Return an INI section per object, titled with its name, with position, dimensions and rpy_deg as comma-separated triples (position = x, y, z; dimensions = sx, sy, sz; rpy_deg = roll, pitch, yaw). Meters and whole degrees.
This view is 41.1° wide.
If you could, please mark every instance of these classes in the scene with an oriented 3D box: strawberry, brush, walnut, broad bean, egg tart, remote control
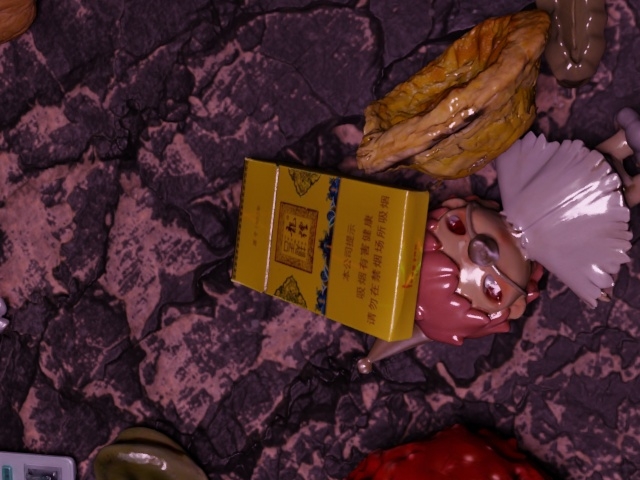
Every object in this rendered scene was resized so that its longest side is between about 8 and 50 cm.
[strawberry]
position = 0.106, 0.357, 0.850
dimensions = 0.317, 0.345, 0.296
rpy_deg = -22, 87, 19
[brush]
position = 0.257, -0.309, 0.877
dimensions = 0.071, 0.084, 0.301
rpy_deg = 0, 91, 14
[walnut]
position = -0.419, -0.302, 1.086
dimensions = 0.124, 0.105, 0.105
rpy_deg = -6, 94, 4
[broad bean]
position = -0.211, 0.341, 1.108
dimensions = 0.153, 0.072, 0.207
rpy_deg = -19, 101, 22
[egg tart]
position = 0.140, -0.133, 0.854
dimensions = 0.241, 0.241, 0.106
rpy_deg = -35, 106, 19
[remote control]
position = -0.472, 0.339, 1.197
dimensions = 0.293, 0.051, 0.103
rpy_deg = 2, 97, 15

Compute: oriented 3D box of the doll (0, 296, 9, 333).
[doll]
position = -0.480, 0.128, 1.168
dimensions = 0.095, 0.070, 0.195
rpy_deg = 22, 110, -1

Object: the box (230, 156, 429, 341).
[box]
position = 0.001, 0.000, 0.937
dimensions = 0.279, 0.041, 0.153
rpy_deg = 16, 104, 48

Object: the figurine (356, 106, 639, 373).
[figurine]
position = 0.177, 0.011, 0.884
dimensions = 0.386, 0.166, 0.207
rpy_deg = -32, 81, 17
